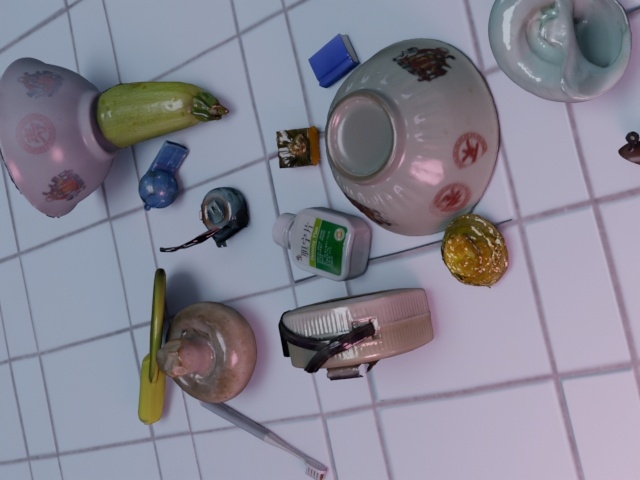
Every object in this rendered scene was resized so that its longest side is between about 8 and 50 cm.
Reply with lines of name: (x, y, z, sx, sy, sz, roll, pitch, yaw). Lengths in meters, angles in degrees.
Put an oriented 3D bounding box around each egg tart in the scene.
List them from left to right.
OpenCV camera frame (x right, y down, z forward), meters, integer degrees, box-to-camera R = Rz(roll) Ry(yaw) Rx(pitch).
egg tart: (0.244, 0.022, 1.599, 0.130, 0.052, 0.130, 15, 114, 39)

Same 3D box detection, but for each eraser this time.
eraser: (0.024, -0.321, 1.770, 0.084, 0.027, 0.063, -34, 74, 36)

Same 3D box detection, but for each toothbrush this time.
toothbrush: (-0.119, 0.384, 1.954, 0.342, 0.025, 0.030, 25, 112, 35)

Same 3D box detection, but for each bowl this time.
bowl: (-0.520, -0.231, 2.084, 0.157, 0.345, 0.345, -9, 88, 16)
bowl: (0.110, -0.168, 1.629, 0.337, 0.157, 0.337, 5, 97, 40)

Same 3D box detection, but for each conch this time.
conch: (0.351, -0.295, 1.440, 0.185, 0.121, 0.221, -43, 74, 30)

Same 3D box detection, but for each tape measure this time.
tape measure: (-0.232, -0.043, 1.922, 0.104, 0.180, 0.107, -43, 67, 51)
tape measure: (0.031, 0.162, 1.675, 0.271, 0.231, 0.133, -9, 90, 40)

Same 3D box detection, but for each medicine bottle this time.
medicine bottle: (0.000, 0.000, 1.792, 0.183, 0.069, 0.119, 18, 108, 39)

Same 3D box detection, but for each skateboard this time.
skateboard: (0.485, -0.090, 1.391, 0.151, 0.067, 0.080, 43, 128, 24)

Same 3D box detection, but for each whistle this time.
whistle: (-0.327, -0.121, 2.044, 0.090, 0.090, 0.158, 51, 122, 24)

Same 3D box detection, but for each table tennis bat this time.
table tennis bat: (-0.343, 0.232, 2.059, 0.224, 0.054, 0.369, -104, 21, -60)

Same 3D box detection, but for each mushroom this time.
mushroom: (-0.231, 0.220, 1.920, 0.204, 0.204, 0.204, 4, 97, 39)

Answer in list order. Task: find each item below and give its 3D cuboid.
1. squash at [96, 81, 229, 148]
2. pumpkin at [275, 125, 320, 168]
squash: (-0.306, -0.278, 2.009, 0.287, 0.137, 0.137, -9, 88, 29)
pumpkin: (-0.042, -0.171, 1.823, 0.083, 0.054, 0.074, -3, 97, 35)
